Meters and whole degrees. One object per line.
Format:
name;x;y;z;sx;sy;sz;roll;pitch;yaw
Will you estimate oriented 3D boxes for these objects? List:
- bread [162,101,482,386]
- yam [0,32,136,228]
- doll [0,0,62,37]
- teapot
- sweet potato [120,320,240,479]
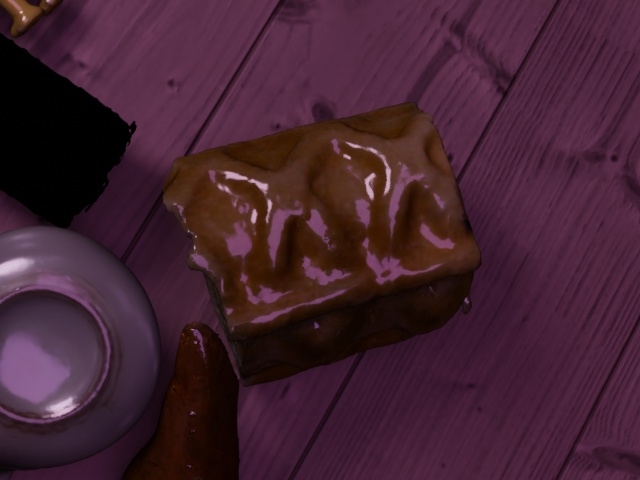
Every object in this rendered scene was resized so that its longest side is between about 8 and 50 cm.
bread;0.002;0.006;1.128;0.252;0.239;0.196;-23;57;-9
yam;-0.303;-0.128;1.092;0.279;0.131;0.131;35;78;-8
doll;-0.350;-0.310;1.100;0.293;0.119;0.138;47;46;-13
teapot;-0.282;0.052;1.072;0.220;0.149;0.318;-35;96;-9
sweet potato;-0.130;0.239;1.114;0.112;0.112;0.359;9;99;-14
